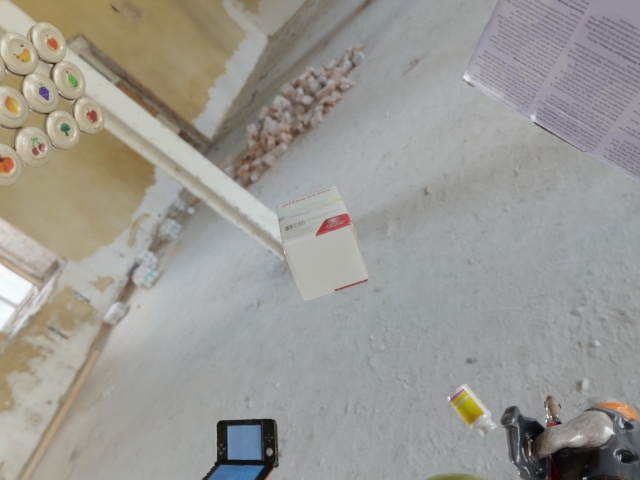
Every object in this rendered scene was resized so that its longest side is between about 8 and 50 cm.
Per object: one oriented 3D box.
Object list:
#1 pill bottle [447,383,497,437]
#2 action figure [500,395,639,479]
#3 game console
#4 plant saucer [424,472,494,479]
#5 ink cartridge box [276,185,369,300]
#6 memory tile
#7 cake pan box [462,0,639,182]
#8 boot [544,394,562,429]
[{"bbox_3d":[0.253,0.283,0.905,0.043,0.043,0.083,-46,61,11],"label":"pill bottle"},{"bbox_3d":[0.391,0.343,0.665,0.179,0.341,0.330,-38,24,33],"label":"action figure"},{"bbox_3d":[-0.156,0.392,0.990,0.144,0.085,0.124,-12,73,29],"label":"game console"},{"bbox_3d":[0.284,0.471,0.968,0.241,0.241,0.037,-25,32,45],"label":"plant saucer"},{"bbox_3d":[0.000,0.000,1.015,0.128,0.127,0.176,-19,29,2],"label":"ink cartridge box"},{"bbox_3d":[-0.262,-0.124,0.484,0.012,0.113,0.148,-4,32,27],"label":"memory tile"},{"bbox_3d":[0.287,-0.200,0.505,0.070,0.267,0.245,-41,-22,-35],"label":"cake pan box"},{"bbox_3d":[0.543,0.427,1.275,0.042,0.118,0.087,2,30,10],"label":"boot"}]
